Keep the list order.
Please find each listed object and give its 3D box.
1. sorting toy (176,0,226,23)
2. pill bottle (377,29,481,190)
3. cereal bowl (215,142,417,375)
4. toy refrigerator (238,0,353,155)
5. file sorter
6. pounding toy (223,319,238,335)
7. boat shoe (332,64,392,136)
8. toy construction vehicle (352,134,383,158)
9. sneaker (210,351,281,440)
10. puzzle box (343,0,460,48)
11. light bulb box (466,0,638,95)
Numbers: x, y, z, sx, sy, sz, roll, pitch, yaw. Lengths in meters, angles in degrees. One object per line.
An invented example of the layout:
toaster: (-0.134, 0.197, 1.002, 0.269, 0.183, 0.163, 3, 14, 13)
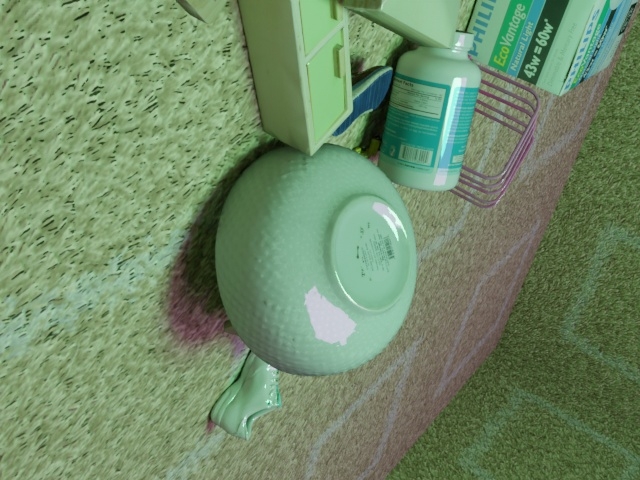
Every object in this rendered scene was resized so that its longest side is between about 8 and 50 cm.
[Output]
sorting toy: (-0.113, -0.363, 0.696, 0.257, 0.089, 0.255, -59, 158, -2)
pill bottle: (0.189, -0.227, 1.408, 0.146, 0.146, 0.264, -21, 126, -58)
cereal bowl: (0.024, 0.023, 1.166, 0.339, 0.141, 0.339, 6, 81, -42)
toy refrigerator: (-0.023, -0.238, 1.037, 0.102, 0.094, 0.269, -49, 155, -25)
file sorter: (0.312, -0.198, 1.636, 0.202, 0.182, 0.290, -60, 166, -2)
pounding toy: (-0.028, 0.112, 1.334, 0.154, 0.269, 0.155, -31, -134, 43)
boat shoe: (0.043, -0.222, 1.231, 0.183, 0.066, 0.066, -42, 151, -43)
toy construction vehicle: (0.086, -0.137, 1.468, 0.098, 0.035, 0.086, -27, 140, -54)
sneaker: (-0.099, 0.256, 1.473, 0.212, 0.094, 0.080, -56, 156, -10)
puzzle box: (0.135, -0.462, 1.016, 0.272, 0.052, 0.409, -4, 105, -63)
light bulb box: (0.493, -0.516, 1.632, 0.361, 0.225, 0.358, -32, 145, -51)
